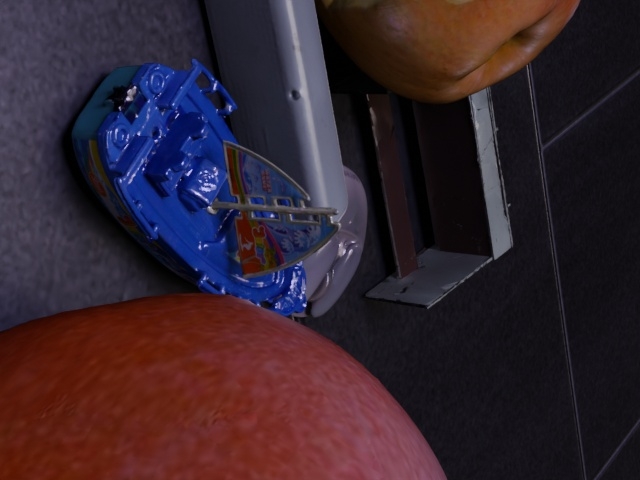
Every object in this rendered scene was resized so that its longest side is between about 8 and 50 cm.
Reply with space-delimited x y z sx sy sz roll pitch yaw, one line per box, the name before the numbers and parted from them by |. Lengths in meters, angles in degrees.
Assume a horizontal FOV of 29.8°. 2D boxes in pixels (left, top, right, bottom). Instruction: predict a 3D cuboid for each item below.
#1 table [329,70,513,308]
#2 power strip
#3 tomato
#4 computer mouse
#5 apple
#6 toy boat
table | 0.086 -0.059 0.809 0.175 0.062 0.146 -33 119 -43
power strip | -0.033 -0.117 0.643 0.027 0.060 0.253 -33 120 -46
tomato | -0.059 0.198 0.470 0.341 0.272 0.342 -7 99 -52
computer mouse | 0.002 0.000 0.720 0.066 0.039 0.096 25 75 -51
apple | 0.067 -0.173 0.670 0.199 0.199 0.199 -9 101 -52
toy boat | -0.038 -0.013 0.608 0.091 0.110 0.175 -62 139 -27
